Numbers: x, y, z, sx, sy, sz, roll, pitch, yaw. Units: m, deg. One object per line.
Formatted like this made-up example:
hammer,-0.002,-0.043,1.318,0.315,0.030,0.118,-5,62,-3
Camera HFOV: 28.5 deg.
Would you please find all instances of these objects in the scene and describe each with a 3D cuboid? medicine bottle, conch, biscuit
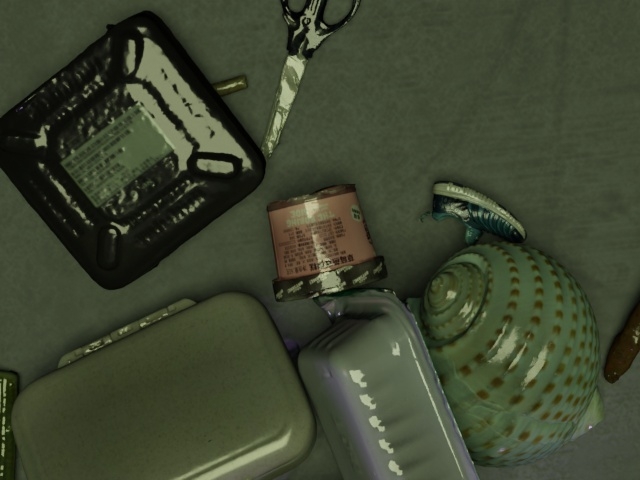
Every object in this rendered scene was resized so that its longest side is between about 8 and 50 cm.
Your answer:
medicine bottle,-0.204,0.240,1.653,0.375,0.123,0.282,-25,68,0
conch,0.236,0.173,1.643,0.303,0.215,0.319,-42,95,17
biscuit,-0.473,0.335,1.747,0.099,0.038,0.322,5,97,1

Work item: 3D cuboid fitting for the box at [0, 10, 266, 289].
box,-0.255,-0.113,1.653,0.290,0.073,0.289,-35,98,12

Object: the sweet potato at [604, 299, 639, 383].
sweet potato,0.462,0.083,1.694,0.075,0.075,0.269,36,101,-5

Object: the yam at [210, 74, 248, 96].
yam,-0.152,-0.195,1.673,0.116,0.021,0.021,-16,99,3

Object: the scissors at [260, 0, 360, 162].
scissors,-0.033,-0.234,1.668,0.109,0.022,0.300,20,99,1

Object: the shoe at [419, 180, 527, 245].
shoe,0.207,-0.028,1.680,0.143,0.064,0.071,25,97,-1

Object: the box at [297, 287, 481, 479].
box,0.072,0.229,1.602,0.106,0.264,0.336,-23,95,-21

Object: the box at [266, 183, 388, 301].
box,0.000,0.000,1.646,0.151,0.151,0.135,-14,90,2
